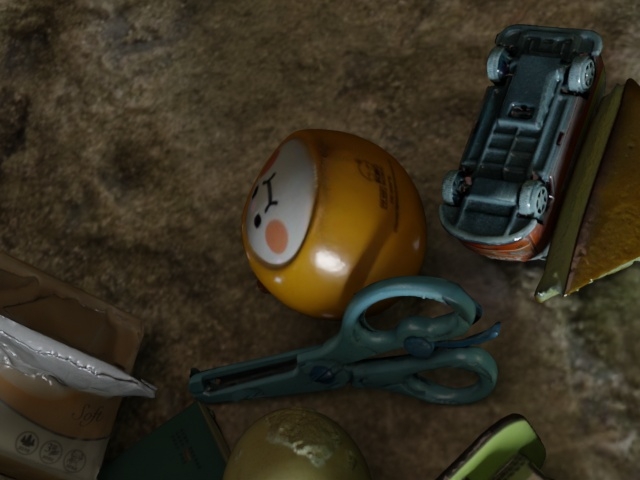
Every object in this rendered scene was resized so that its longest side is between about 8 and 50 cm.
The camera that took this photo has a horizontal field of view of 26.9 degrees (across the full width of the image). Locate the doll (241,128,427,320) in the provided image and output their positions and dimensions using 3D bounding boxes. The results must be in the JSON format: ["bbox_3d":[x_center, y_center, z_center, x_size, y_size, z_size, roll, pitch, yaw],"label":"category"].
[{"bbox_3d":[0.000,0.000,1.464,0.236,0.213,0.213,-41,45,44],"label":"doll"}]

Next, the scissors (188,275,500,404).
[{"bbox_3d":[0.012,0.128,1.411,0.392,0.180,0.032,-13,36,32],"label":"scissors"}]

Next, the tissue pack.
[{"bbox_3d":[-0.350,0.124,1.442,0.238,0.305,0.239,-34,40,35],"label":"tissue pack"}]

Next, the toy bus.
[{"bbox_3d":[0.222,-0.096,1.437,0.121,0.120,0.265,10,68,30],"label":"toy bus"}]

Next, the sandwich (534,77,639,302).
[{"bbox_3d":[0.302,-0.041,1.365,0.096,0.094,0.258,21,73,-2],"label":"sandwich"}]

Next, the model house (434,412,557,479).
[{"bbox_3d":[0.198,0.332,1.186,0.218,0.205,0.279,-44,62,-1],"label":"model house"}]

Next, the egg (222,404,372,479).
[{"bbox_3d":[-0.026,0.259,1.336,0.164,0.164,0.202,-20,43,14],"label":"egg"}]

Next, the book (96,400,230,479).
[{"bbox_3d":[-0.230,0.376,1.448,0.379,0.031,0.264,-34,55,5],"label":"book"}]
